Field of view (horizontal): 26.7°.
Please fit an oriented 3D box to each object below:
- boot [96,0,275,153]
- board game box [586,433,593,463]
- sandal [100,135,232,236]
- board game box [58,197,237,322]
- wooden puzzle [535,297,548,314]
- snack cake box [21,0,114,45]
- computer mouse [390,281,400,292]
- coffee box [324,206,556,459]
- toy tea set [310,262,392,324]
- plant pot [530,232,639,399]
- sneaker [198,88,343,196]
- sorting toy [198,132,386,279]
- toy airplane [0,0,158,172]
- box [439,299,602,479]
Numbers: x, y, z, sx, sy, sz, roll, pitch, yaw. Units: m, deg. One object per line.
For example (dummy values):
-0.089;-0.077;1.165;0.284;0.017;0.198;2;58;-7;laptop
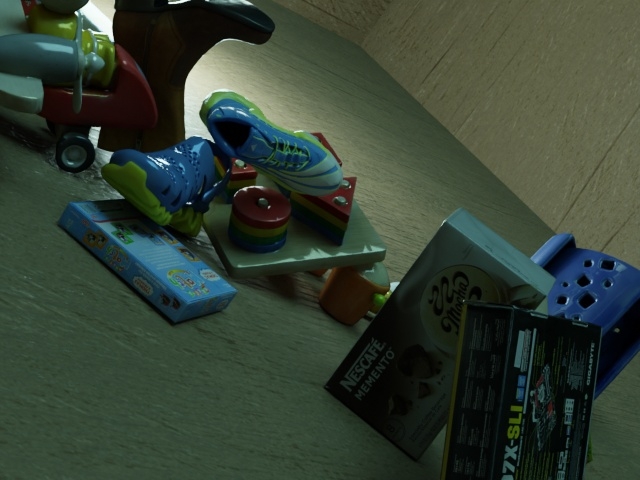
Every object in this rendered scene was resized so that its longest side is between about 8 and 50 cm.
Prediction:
-0.207;-0.233;2.020;0.264;0.281;0.096;13;19;11;boot
0.389;0.278;2.158;0.092;0.043;0.181;51;-17;44;board game box
-0.208;-0.096;1.892;0.126;0.138;0.317;40;3;7;sandal
-0.227;0.022;1.798;0.211;0.039;0.160;38;15;14;board game box
0.232;0.133;2.083;0.238;0.044;0.221;-3;37;11;wooden puzzle
-0.427;-0.322;2.166;0.264;0.152;0.089;44;17;24;snack cake box
0.161;0.099;2.373;0.106;0.042;0.193;37;15;22;computer mouse
0.162;0.127;1.840;0.168;0.297;0.119;38;18;7;coffee box
0.000;0.000;2.180;0.336;0.124;0.200;38;16;7;toy tea set
0.452;0.140;2.441;0.212;0.236;0.236;38;-13;29;plant pot
-0.075;-0.124;1.956;0.240;0.091;0.126;30;19;-10;sneaker
-0.055;-0.066;2.086;0.257;0.089;0.255;-6;41;-24;sorting toy
-0.426;-0.295;1.868;0.386;0.272;0.384;41;17;15;toy airplane
0.246;0.246;1.661;0.079;0.322;0.257;5;-4;38;box
